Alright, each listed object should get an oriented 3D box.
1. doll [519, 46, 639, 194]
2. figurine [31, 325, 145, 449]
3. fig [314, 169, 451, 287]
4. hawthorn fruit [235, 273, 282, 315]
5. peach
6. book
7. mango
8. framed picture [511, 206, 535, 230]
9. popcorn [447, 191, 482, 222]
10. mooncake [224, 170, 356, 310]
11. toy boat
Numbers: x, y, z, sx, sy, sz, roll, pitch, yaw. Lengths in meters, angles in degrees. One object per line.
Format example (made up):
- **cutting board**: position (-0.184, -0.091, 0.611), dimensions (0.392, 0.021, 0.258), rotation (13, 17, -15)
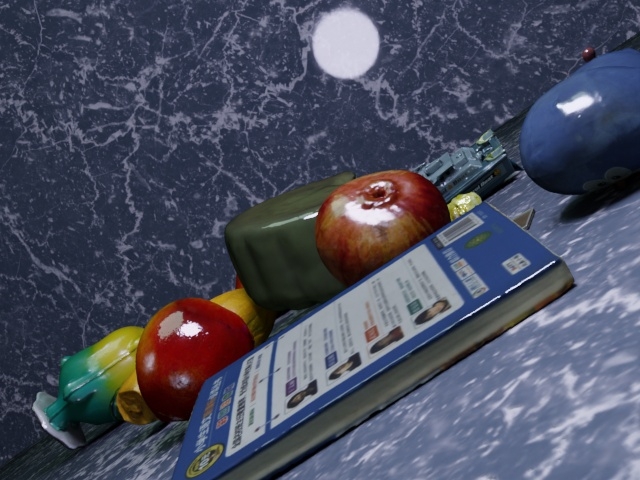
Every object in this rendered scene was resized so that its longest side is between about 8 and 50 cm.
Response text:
- **doll**: position (0.341, -0.139, 0.859), dimensions (0.228, 0.154, 0.258), rotation (-27, 13, 40)
- **figurine**: position (-0.544, 0.355, 1.863), dimensions (0.340, 0.231, 0.323), rotation (-38, -9, -4)
- **fig**: position (0.089, 0.003, 1.025), dimensions (0.205, 0.205, 0.205), rotation (-35, 3, 2)
- **hawthorn fruit**: position (-0.133, 0.075, 1.816), dimensions (0.196, 0.226, 0.196), rotation (-26, -8, -4)
- **peach**: position (-0.198, 0.191, 1.138), dimensions (0.197, 0.197, 0.197), rotation (-35, 3, 2)
- **book**: position (0.033, 0.109, 0.776), dimensions (0.428, 0.039, 0.300), rotation (-33, 11, 7)
- **mango**: position (-0.234, 0.217, 1.401), dimensions (0.359, 0.144, 0.187), rotation (-38, 1, -14)
- **framed picture**: position (0.255, -0.015, 0.977), dimensions (0.066, 0.007, 0.089), rotation (-33, 4, 27)
- **popcorn**: position (0.240, -0.045, 1.171), dimensions (0.083, 0.059, 0.068), rotation (-5, -50, -45)
- **mooncake**: position (0.000, 0.000, 1.348), dimensions (0.351, 0.187, 0.351), rotation (-17, 15, 5)
- **toy boat**: position (0.242, -0.101, 1.442), dimensions (0.296, 0.122, 0.114), rotation (-36, 26, 18)
